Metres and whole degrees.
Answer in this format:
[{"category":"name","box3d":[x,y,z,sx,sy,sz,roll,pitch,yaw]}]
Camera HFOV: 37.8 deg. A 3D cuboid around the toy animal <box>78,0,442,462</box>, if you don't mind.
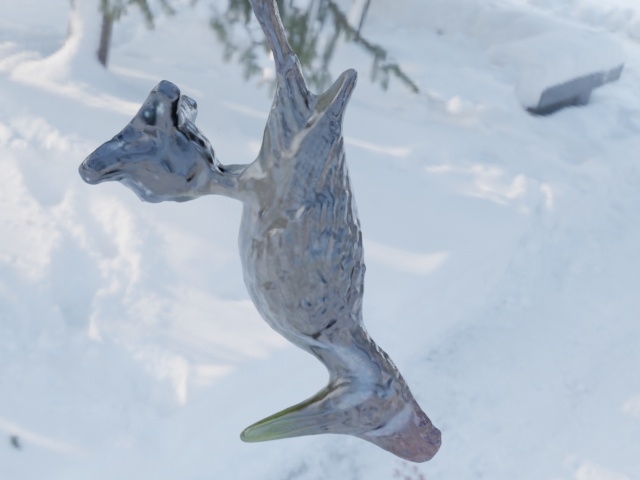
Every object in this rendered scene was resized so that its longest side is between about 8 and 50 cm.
[{"category":"toy animal","box3d":[-0.011,0.000,0.360,0.105,0.202,0.070,-28,0,8]}]
